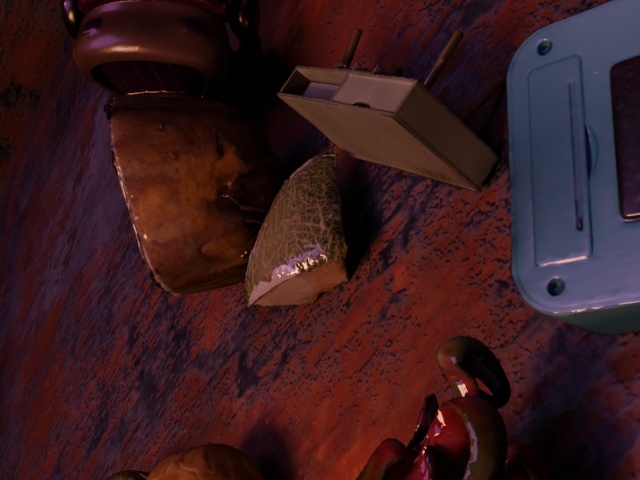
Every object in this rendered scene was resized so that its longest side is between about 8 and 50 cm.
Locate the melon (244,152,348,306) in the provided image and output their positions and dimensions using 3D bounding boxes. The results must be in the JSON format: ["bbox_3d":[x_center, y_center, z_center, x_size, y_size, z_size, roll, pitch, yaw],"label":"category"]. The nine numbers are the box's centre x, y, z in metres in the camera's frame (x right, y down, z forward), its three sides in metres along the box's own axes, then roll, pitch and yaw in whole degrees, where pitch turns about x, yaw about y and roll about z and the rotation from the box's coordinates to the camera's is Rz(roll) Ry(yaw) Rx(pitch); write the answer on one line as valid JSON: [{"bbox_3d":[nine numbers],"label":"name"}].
[{"bbox_3d":[-0.001,-0.001,0.916,0.139,0.093,0.203,18,84,62],"label":"melon"}]

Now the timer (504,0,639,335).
[{"bbox_3d":[0.257,-0.064,0.561,0.250,0.091,0.232,-16,62,43],"label":"timer"}]

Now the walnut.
[{"bbox_3d":[-0.128,0.323,0.907,0.165,0.165,0.197,-31,54,49],"label":"walnut"}]

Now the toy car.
[{"bbox_3d":[-0.220,-0.217,1.160,0.341,0.271,0.240,85,-173,-70],"label":"toy car"}]

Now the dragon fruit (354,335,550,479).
[{"bbox_3d":[0.087,0.230,0.584,0.198,0.218,0.273,38,111,9],"label":"dragon fruit"}]

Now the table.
[{"bbox_3d":[0.077,-0.145,0.832,0.111,0.121,0.240,-56,31,-4],"label":"table"}]

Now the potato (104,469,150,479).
[{"bbox_3d":[-0.234,0.387,1.063,0.248,0.143,0.169,14,97,59],"label":"potato"}]

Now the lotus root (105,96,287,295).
[{"bbox_3d":[-0.140,-0.063,1.018,0.272,0.191,0.272,-9,-90,-86],"label":"lotus root"}]
